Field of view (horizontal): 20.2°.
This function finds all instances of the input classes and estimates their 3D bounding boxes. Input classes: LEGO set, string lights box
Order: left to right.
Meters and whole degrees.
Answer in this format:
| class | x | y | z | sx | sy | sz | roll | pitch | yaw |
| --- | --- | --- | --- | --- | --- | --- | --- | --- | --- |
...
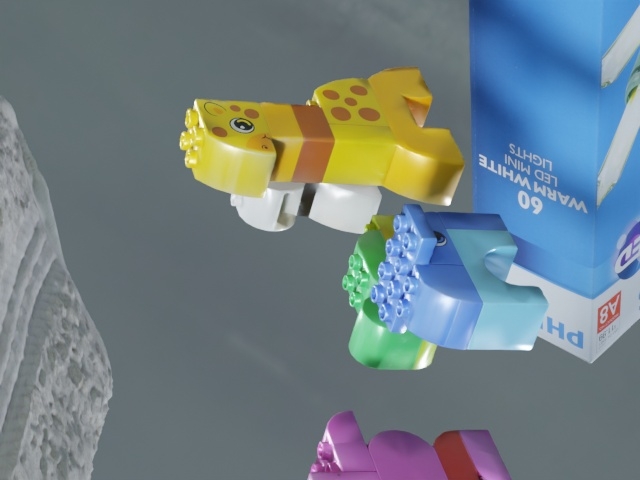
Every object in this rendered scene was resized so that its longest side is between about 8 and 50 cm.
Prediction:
| class | x | y | z | sx | sy | sz | roll | pitch | yaw |
| --- | --- | --- | --- | --- | --- | --- | --- | --- | --- |
| LEGO set | 0.000 | 0.000 | 0.609 | 0.093 | 0.227 | 0.087 | 2 | 127 | -20 |
| string lights box | 0.136 | -0.086 | 0.842 | 0.076 | 0.133 | 0.260 | 26 | 139 | 33 |

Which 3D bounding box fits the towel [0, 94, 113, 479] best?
| class | x | y | z | sx | sy | sz | roll | pitch | yaw |
| --- | --- | --- | --- | --- | --- | --- | --- | --- | --- |
| towel | -0.149 | 0.057 | 0.808 | 0.049 | 0.282 | 0.187 | -14 | 116 | 8 |
